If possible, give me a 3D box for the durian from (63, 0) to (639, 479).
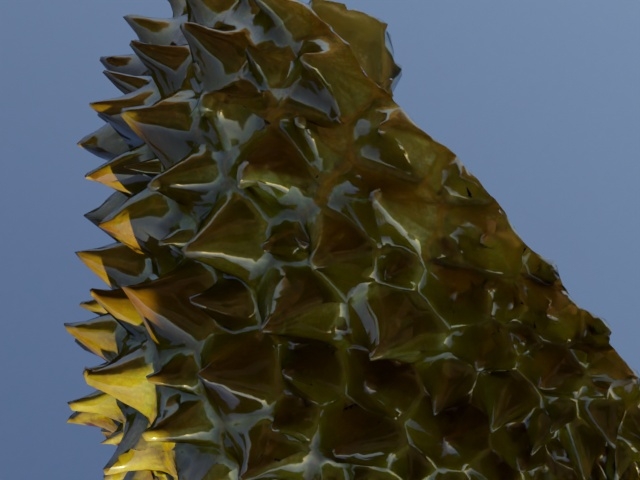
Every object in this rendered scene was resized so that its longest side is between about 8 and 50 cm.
[{"bbox_3d":[0.000,0.000,0.541,0.167,0.306,0.172,4,-87,-14],"label":"durian"}]
